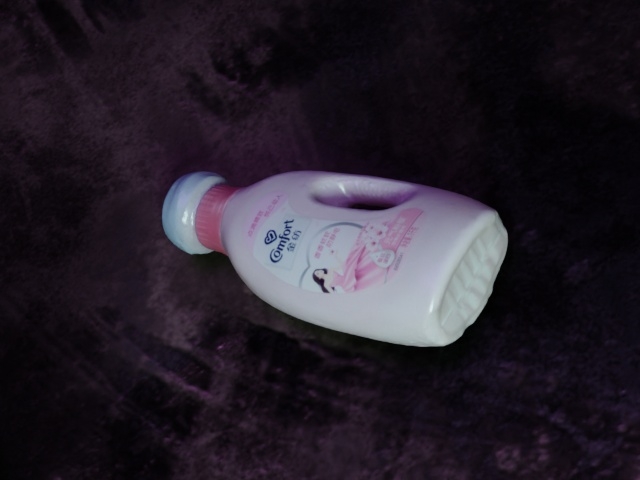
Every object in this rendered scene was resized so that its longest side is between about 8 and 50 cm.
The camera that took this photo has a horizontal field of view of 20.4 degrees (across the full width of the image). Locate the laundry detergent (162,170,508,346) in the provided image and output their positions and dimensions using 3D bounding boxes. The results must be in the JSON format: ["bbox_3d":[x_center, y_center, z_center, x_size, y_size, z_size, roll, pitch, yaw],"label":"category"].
[{"bbox_3d":[0.000,0.000,1.614,0.335,0.088,0.159,15,58,36],"label":"laundry detergent"}]
